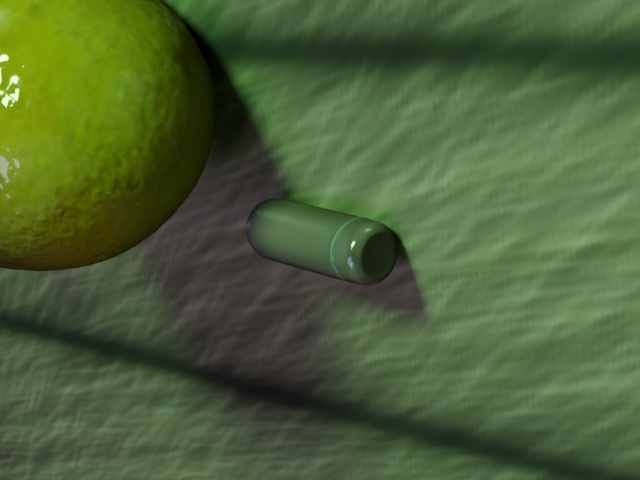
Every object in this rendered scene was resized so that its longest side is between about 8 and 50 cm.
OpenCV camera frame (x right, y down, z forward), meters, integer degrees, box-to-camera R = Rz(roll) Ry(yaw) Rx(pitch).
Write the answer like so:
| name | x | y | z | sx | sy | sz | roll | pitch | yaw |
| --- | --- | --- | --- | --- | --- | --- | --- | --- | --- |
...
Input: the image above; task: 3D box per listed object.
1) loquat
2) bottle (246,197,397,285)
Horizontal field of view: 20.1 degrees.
| name | x | y | z | sx | sy | sz | roll | pitch | yaw |
| --- | --- | --- | --- | --- | --- | --- | --- | --- | --- |
| loquat | -0.232 | -0.102 | 1.448 | 0.275 | 0.275 | 0.275 | 36 | 148 | 27 |
| bottle | 0.000 | 0.000 | 1.443 | 0.140 | 0.053 | 0.053 | 14 | 134 | 49 |
